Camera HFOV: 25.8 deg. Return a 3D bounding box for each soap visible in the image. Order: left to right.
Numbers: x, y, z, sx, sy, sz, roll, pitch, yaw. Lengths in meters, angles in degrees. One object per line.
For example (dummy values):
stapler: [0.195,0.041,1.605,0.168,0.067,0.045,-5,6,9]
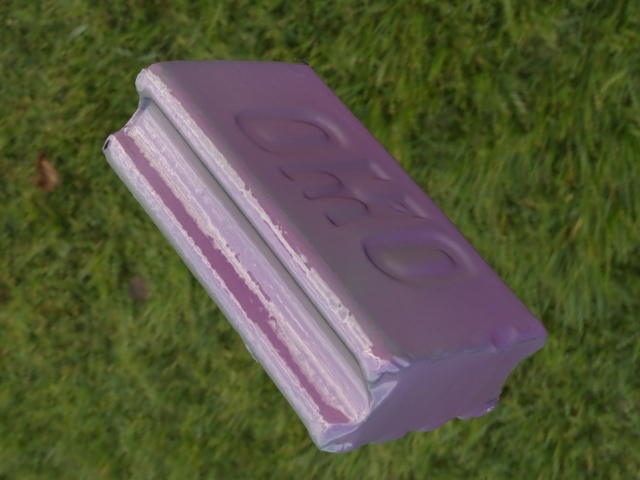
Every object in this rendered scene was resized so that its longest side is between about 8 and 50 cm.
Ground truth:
soap: [0.000,0.000,0.662,0.203,0.122,0.065,50,126,27]
